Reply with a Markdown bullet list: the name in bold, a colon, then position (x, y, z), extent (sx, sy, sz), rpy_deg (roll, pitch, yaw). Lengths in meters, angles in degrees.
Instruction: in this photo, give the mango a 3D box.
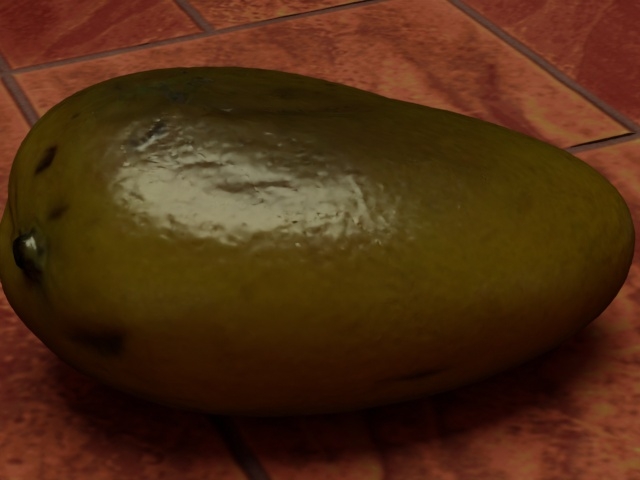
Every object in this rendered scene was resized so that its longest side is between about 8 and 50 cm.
- **mango**: position (0.000, 0.000, 1.152), extent (0.445, 0.220, 0.301), rpy_deg (3, 22, -8)
